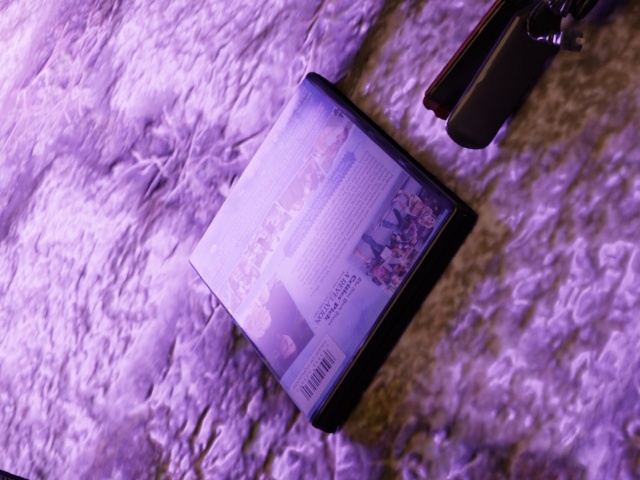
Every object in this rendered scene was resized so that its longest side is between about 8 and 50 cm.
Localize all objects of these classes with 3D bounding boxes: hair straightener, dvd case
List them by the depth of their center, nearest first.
[{"bbox_3d":[0.160,-0.147,1.104,0.230,0.047,0.089,-48,37,16],"label":"hair straightener"},{"bbox_3d":[0.000,0.000,1.235,0.180,0.022,0.253,-57,34,10],"label":"dvd case"}]

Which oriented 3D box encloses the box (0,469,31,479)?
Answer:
[{"bbox_3d":[-0.274,0.254,1.316,0.156,0.158,0.093,-45,38,27],"label":"box"}]
